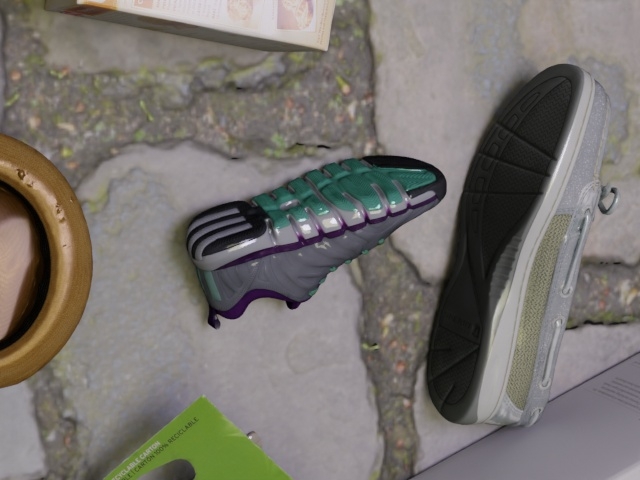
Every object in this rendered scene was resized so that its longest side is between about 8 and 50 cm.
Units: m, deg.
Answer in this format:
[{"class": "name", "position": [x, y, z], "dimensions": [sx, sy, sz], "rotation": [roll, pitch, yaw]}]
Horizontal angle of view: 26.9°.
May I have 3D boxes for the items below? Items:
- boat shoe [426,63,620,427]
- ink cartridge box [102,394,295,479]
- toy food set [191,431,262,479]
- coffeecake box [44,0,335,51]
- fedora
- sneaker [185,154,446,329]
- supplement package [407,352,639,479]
[{"class": "boat shoe", "position": [0.184, 0.009, 1.150], "dimensions": [0.103, 0.118, 0.321], "rotation": [10, 99, -28]}, {"class": "ink cartridge box", "position": [-0.070, 0.277, 1.040], "dimensions": [0.189, 0.097, 0.255], "rotation": [-41, 106, 14]}, {"class": "toy food set", "position": [-0.046, 0.288, 1.125], "dimensions": [0.128, 0.071, 0.218], "rotation": [-31, 107, -14]}, {"class": "coffeecake box", "position": [-0.099, -0.188, 0.993], "dimensions": [0.185, 0.142, 0.068], "rotation": [7, 95, -22]}, {"class": "fedora", "position": [-0.264, 0.014, 0.997], "dimensions": [0.194, 0.079, 0.194], "rotation": [-1, 93, -19]}, {"class": "sneaker", "position": [0.000, 0.000, 1.108], "dimensions": [0.223, 0.083, 0.098], "rotation": [-16, 124, -13]}, {"class": "supplement package", "position": [0.255, 0.244, 1.173], "dimensions": [0.292, 0.177, 0.175], "rotation": [-25, 107, -15]}]
